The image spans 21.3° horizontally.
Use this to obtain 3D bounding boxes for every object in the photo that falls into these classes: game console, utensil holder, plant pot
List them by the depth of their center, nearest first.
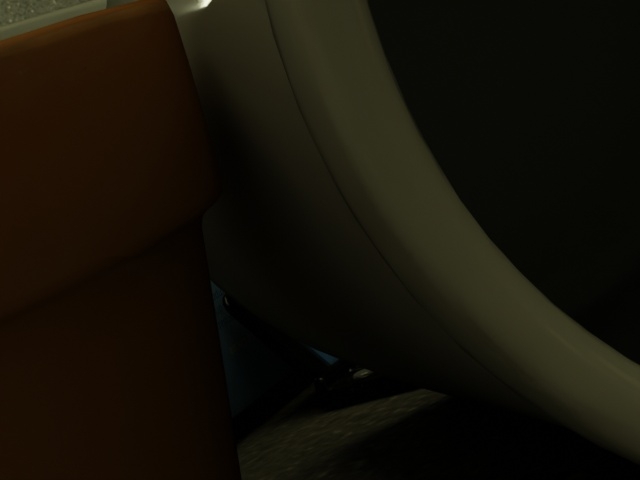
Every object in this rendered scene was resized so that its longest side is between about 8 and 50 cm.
[{"bbox_3d":[-0.141,0.075,0.495,0.291,0.203,0.291,-22,6,3],"label":"plant pot"},{"bbox_3d":[0.100,-0.091,0.594,0.328,0.327,0.385,-23,4,-13],"label":"utensil holder"},{"bbox_3d":[0.030,0.030,0.874,0.107,0.071,0.122,-18,8,31],"label":"game console"}]

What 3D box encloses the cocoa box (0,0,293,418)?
[{"bbox_3d":[-0.157,0.012,0.923,0.231,0.228,0.347,-21,7,29],"label":"cocoa box"}]
